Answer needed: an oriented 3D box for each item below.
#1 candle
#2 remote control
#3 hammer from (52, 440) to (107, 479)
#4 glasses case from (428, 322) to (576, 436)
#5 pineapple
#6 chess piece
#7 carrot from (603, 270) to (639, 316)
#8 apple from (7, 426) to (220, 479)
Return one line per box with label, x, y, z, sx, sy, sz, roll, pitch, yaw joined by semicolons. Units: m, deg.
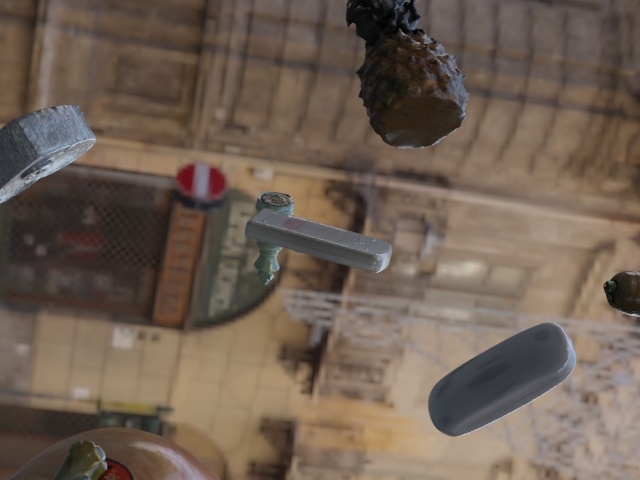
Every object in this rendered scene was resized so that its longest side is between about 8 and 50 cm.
candle;-0.394;-0.120;1.971;0.068;0.192;0.168;56;-12;4
remote control;0.000;0.000;1.927;0.087;0.190;0.029;-50;154;-71
hammer;-0.359;0.383;1.828;0.305;0.202;0.113;-54;-172;1
glasses case;0.212;0.164;1.727;0.197;0.049;0.076;-33;-133;22
pineapple;0.091;-0.233;1.733;0.128;0.128;0.248;111;-31;-54
chess piece;-0.078;0.002;2.223;0.059;0.059;0.149;-101;-160;-61
carrot;0.410;0.068;1.509;0.049;0.254;0.049;-171;-90;-81
apple;-0.321;0.467;2.130;0.346;0.391;0.391;1;-98;45
